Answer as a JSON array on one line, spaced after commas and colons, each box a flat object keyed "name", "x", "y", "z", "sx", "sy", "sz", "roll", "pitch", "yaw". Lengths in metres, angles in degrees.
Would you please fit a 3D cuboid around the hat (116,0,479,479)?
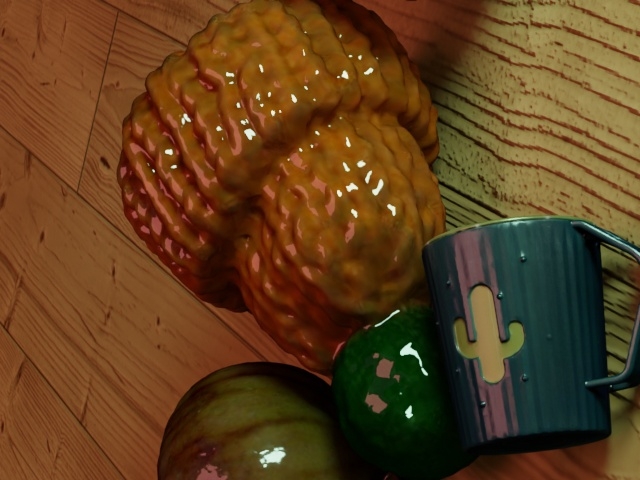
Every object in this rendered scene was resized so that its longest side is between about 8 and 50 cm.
[{"name": "hat", "x": 0.000, "y": 0.000, "z": 1.350, "sx": 0.285, "sy": 0.285, "sz": 0.400, "roll": -62, "pitch": 38, "yaw": 31}]

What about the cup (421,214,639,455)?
[{"name": "cup", "x": 0.164, "y": 0.068, "z": 1.195, "sx": 0.176, "sy": 0.131, "sz": 0.155, "roll": -13, "pitch": 74, "yaw": 33}]

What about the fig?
[{"name": "fig", "x": -0.035, "y": 0.217, "z": 1.429, "sx": 0.235, "sy": 0.214, "sz": 0.235, "roll": 54, "pitch": 159, "yaw": 32}]
